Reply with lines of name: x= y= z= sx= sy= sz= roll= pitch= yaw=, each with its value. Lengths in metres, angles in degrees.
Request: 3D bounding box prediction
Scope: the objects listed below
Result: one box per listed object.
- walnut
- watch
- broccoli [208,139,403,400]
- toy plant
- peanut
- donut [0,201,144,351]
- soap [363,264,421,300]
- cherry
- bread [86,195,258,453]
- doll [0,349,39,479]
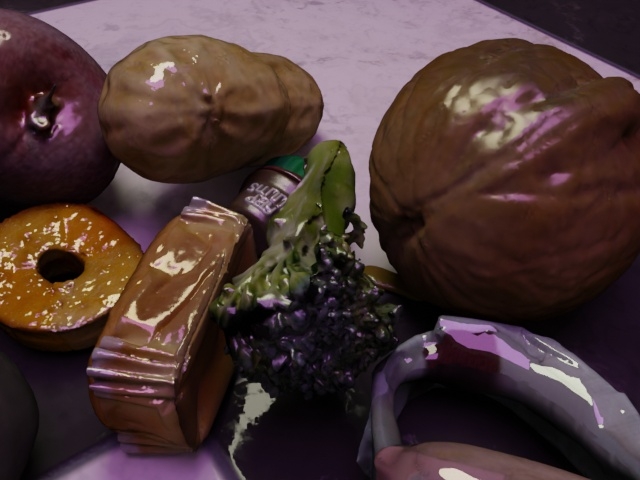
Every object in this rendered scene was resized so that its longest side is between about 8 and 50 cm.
walnut: x=0.210 y=-0.068 z=0.670 sx=0.332 sy=0.333 sz=0.333 roll=1 pitch=44 yaw=-1
watch: x=0.157 y=0.179 z=0.515 sx=0.253 sy=0.162 sz=0.241 roll=13 pitch=33 yaw=19
broccoli: x=-0.001 y=0.005 z=0.610 sx=0.164 sy=0.145 sz=0.304 roll=-20 pitch=40 yaw=24
toy plant: x=-0.034 y=-0.046 z=0.765 sx=0.142 sy=0.105 sz=0.200 roll=29 pitch=39 yaw=17
peanut: x=-0.118 y=-0.173 z=0.788 sx=0.192 sy=0.170 sz=0.387 roll=-10 pitch=9 yaw=27
donut: x=-0.286 y=0.045 z=0.679 sx=0.190 sy=0.075 sz=0.174 roll=21 pitch=45 yaw=12
soap: x=0.088 y=0.050 z=0.729 sx=0.089 sy=0.012 sz=0.034 roll=16 pitch=46 yaw=15
cherry: x=-0.381 y=-0.149 z=0.755 sx=0.307 sy=0.261 sz=0.221 roll=-12 pitch=49 yaw=40
bread: x=-0.137 y=0.079 z=0.603 sx=0.107 sy=0.136 sz=0.241 roll=6 pitch=42 yaw=8
doll: x=-0.441 y=0.167 z=0.403 sx=0.252 sy=0.382 sz=0.379 roll=-31 pitch=17 yaw=23
